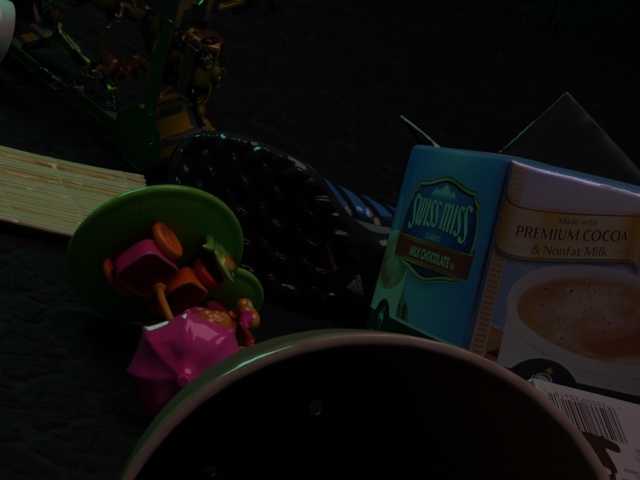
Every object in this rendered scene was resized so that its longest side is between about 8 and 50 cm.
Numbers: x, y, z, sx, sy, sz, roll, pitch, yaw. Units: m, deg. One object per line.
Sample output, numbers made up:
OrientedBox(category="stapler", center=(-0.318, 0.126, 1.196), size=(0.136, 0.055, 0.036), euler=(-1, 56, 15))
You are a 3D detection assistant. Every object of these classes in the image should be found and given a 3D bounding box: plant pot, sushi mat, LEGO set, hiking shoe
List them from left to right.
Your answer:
OrientedBox(category="sushi mat", center=(-0.261, -0.049, 1.421), size=(0.316, 0.019, 0.151), euler=(14, 24, -33))
OrientedBox(category="LEGO set", center=(-0.158, -0.231, 1.676), size=(0.331, 0.255, 0.192), euler=(30, 34, 32))
OrientedBox(category="plant pot", center=(-0.002, 0.151, 0.946), size=(0.256, 0.257, 0.274), euler=(22, 3, -12))
OrientedBox(category="hiking shoe", center=(0.000, 0.000, 1.533), size=(0.304, 0.113, 0.132), euler=(31, 7, -12))

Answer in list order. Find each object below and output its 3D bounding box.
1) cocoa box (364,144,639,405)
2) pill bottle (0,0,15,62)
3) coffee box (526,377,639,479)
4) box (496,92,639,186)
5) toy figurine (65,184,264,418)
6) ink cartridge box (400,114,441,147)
OrientedBox(category="cocoa box", center=(0.225, 0.081, 1.247), size=(0.347, 0.228, 0.231), euler=(13, 3, -14))
OrientedBox(category="pill bottle", center=(-0.355, -0.206, 1.603), size=(0.152, 0.086, 0.086), euler=(14, 22, -30))
OrientedBox(category="coffee box", center=(0.145, 0.218, 0.974), size=(0.098, 0.141, 0.246), euler=(16, 39, -28))
OrientedBox(category="box", center=(0.262, 0.007, 1.618), size=(0.261, 0.103, 0.184), euler=(48, -8, 4))
OrientedBox(category="toy figurine", center=(-0.088, 0.072, 1.245), size=(0.173, 0.130, 0.159), euler=(42, 19, -42))
OrientedBox(category="ink cartridge box", center=(0.189, 0.042, 1.585), size=(0.371, 0.069, 0.176), euler=(47, -3, 43))
